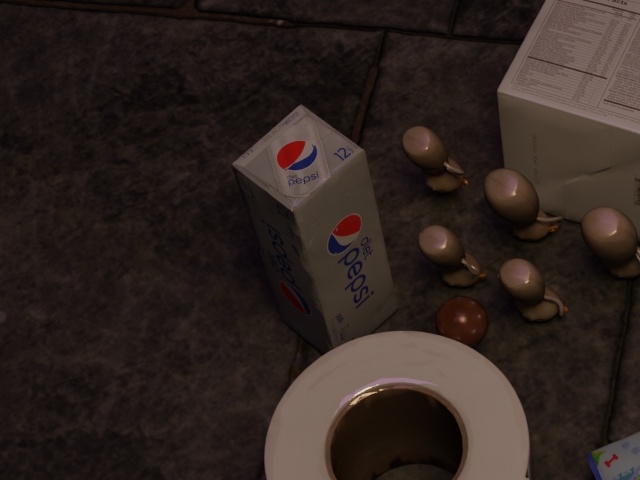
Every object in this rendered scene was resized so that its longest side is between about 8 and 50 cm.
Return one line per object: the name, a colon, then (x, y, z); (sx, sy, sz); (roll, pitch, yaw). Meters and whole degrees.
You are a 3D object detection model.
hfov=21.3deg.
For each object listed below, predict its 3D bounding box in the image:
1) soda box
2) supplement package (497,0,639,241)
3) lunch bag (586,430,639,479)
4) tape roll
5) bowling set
soda box: (0.000, 0.000, 1.695); (0.098, 0.286, 0.091); (-42, 58, -17)
supplement package: (0.332, -0.169, 1.798); (0.198, 0.199, 0.262); (19, 62, 21)
lunch bag: (0.336, 0.246, 1.581); (0.129, 0.096, 0.151); (-26, 55, 10)
tape roll: (0.080, 0.230, 1.602); (0.246, 0.169, 0.246); (-4, 57, 7)
bowling set: (0.175, 0.023, 1.759); (0.287, 0.154, 0.199); (29, 85, 24)
